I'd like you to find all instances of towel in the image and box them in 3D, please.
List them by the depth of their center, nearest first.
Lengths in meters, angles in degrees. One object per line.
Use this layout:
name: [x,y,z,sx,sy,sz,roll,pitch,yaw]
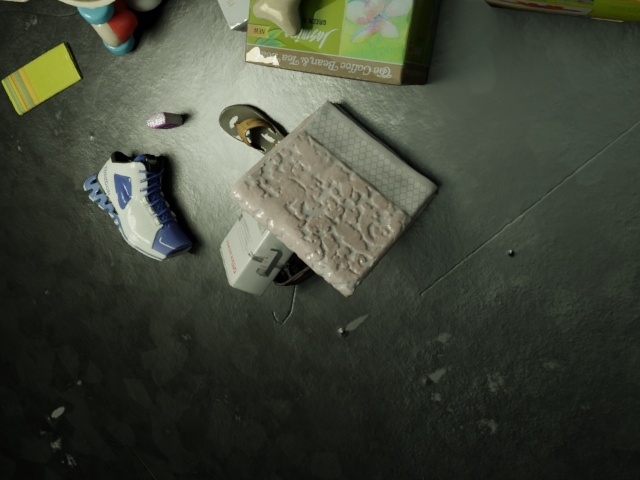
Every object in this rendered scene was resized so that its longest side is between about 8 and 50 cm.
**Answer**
towel: [0.033,-0.099,1.370,0.332,0.053,0.317,40,74,8]
towel: [-0.732,-0.422,1.714,0.237,0.021,0.102,-20,100,23]

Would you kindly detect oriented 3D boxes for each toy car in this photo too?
toy car: [-0.452,-0.587,1.498,0.238,0.219,0.210,-37,86,-5]

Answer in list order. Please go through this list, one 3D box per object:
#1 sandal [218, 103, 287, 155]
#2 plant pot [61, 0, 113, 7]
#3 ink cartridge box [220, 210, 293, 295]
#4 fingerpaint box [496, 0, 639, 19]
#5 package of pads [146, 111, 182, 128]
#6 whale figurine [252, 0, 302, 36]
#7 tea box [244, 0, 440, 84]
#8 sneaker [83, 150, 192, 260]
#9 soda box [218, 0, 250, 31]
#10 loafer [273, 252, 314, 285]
sandal: [-0.146,-0.239,1.502,0.219,0.060,0.090,40,113,9]
plant pot: [-0.436,-0.689,1.301,0.333,0.305,0.334,15,136,15]
ink cartridge box: [-0.130,-0.007,1.492,0.092,0.159,0.218,23,116,-33]
fingerpaint box: [0.484,-0.446,1.039,0.444,0.371,0.163,14,107,18]
package of pads: [-0.374,-0.288,1.568,0.050,0.083,0.032,-12,93,20]
whale figurine: [-0.037,-0.503,1.138,0.216,0.141,0.272,31,135,13]
tea box: [0.056,-0.485,1.280,0.329,0.220,0.324,12,107,19]
sneaker: [-0.435,-0.109,1.609,0.315,0.127,0.182,43,116,9]
soda box: [-0.200,-0.578,1.441,0.073,0.069,0.216,-22,93,24]
loafer: [0.000,0.000,1.481,0.109,0.095,0.302,44,114,7]
